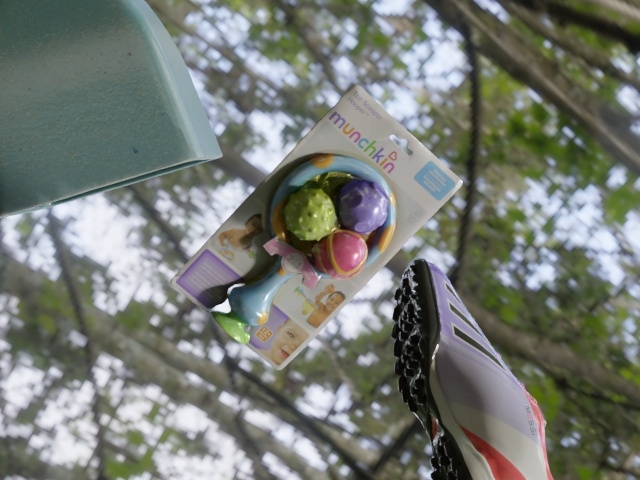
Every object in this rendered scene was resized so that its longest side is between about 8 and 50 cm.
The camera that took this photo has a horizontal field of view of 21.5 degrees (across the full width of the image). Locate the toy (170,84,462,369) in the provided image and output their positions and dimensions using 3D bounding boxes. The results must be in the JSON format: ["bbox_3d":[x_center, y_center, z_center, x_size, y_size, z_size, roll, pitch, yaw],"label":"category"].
[{"bbox_3d":[0.000,0.000,1.451,0.237,0.137,0.056,-45,-158,10],"label":"toy"}]

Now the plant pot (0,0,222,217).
[{"bbox_3d":[-0.279,-0.184,2.006,0.247,0.247,0.252,-16,-88,3],"label":"plant pot"}]

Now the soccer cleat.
[{"bbox_3d":[0.152,0.153,1.626,0.109,0.116,0.318,107,-26,-49],"label":"soccer cleat"}]
